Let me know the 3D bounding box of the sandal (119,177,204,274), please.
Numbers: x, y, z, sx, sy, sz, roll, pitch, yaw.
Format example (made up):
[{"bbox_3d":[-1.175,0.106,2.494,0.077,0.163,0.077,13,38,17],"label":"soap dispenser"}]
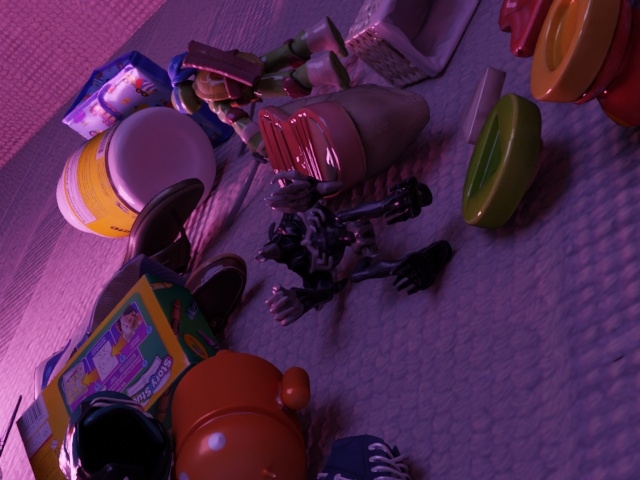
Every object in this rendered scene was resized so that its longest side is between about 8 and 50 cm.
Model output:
[{"bbox_3d":[-0.246,0.036,1.658,0.302,0.086,0.120,-62,-18,19],"label":"sandal"}]

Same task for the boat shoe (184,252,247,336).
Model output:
[{"bbox_3d":[-0.164,0.108,1.416,0.207,0.073,0.073,-51,23,22],"label":"boat shoe"}]

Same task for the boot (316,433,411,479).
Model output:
[{"bbox_3d":[0.048,0.198,0.878,0.190,0.069,0.086,-17,44,57],"label":"boot"}]

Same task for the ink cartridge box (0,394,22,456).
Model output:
[{"bbox_3d":[-0.460,0.374,1.327,0.303,0.072,0.307,-113,41,-73],"label":"ink cartridge box"}]

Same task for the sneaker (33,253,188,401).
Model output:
[{"bbox_3d":[-0.328,0.163,1.565,0.182,0.127,0.315,-3,54,58],"label":"sneaker"}]

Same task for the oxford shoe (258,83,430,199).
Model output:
[{"bbox_3d":[0.022,-0.124,1.380,0.146,0.140,0.397,-23,12,-14],"label":"oxford shoe"}]

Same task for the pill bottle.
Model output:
[{"bbox_3d":[-0.336,-0.106,1.895,0.334,0.188,0.188,-14,43,56],"label":"pill bottle"}]

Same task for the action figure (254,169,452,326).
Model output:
[{"bbox_3d":[0.000,0.000,1.151,0.276,0.141,0.164,-8,92,51],"label":"action figure"}]

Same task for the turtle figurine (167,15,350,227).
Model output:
[{"bbox_3d":[-0.073,-0.208,1.666,0.266,0.274,0.198,-21,10,18],"label":"turtle figurine"}]

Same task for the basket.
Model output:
[{"bbox_3d":[0.119,-0.296,1.416,0.103,0.113,0.167,-17,40,57],"label":"basket"}]

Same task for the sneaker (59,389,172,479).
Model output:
[{"bbox_3d":[-0.192,0.201,1.055,0.302,0.108,0.121,-126,48,-68],"label":"sneaker"}]

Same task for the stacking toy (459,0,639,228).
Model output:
[{"bbox_3d":[0.244,-0.151,1.044,0.309,0.130,0.279,-82,11,-55],"label":"stacking toy"}]

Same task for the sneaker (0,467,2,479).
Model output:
[{"bbox_3d":[-0.565,0.422,1.656,0.236,0.130,0.323,-45,19,-4],"label":"sneaker"}]

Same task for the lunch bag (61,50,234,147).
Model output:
[{"bbox_3d":[-0.297,-0.239,1.975,0.293,0.221,0.138,-18,41,54],"label":"lunch bag"}]

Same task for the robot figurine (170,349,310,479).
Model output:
[{"bbox_3d":[-0.080,0.192,1.054,0.158,0.128,0.219,-11,26,-4],"label":"robot figurine"}]

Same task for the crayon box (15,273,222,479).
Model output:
[{"bbox_3d":[-0.245,0.198,1.335,0.278,0.081,0.165,-47,47,14],"label":"crayon box"}]
